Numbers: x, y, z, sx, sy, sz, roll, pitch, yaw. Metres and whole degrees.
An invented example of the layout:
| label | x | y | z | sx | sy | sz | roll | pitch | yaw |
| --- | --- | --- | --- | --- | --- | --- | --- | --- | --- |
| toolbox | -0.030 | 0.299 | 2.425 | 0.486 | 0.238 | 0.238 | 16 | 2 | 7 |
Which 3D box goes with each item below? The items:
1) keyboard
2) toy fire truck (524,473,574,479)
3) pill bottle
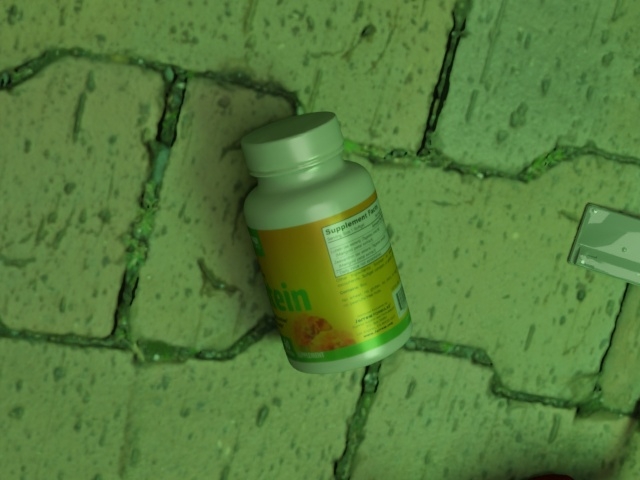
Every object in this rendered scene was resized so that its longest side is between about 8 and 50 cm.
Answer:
| label | x | y | z | sx | sy | sz | roll | pitch | yaw |
| --- | --- | --- | --- | --- | --- | --- | --- | --- | --- |
| keyboard | 0.410 | 0.030 | 1.644 | 0.256 | 0.014 | 0.072 | 17 | 91 | -2 |
| toy fire truck | 0.315 | 0.290 | 1.638 | 0.246 | 0.217 | 0.158 | -33 | 114 | -50 |
| pill bottle | 0.000 | 0.000 | 1.495 | 0.136 | 0.136 | 0.245 | -19 | 106 | -10 |
